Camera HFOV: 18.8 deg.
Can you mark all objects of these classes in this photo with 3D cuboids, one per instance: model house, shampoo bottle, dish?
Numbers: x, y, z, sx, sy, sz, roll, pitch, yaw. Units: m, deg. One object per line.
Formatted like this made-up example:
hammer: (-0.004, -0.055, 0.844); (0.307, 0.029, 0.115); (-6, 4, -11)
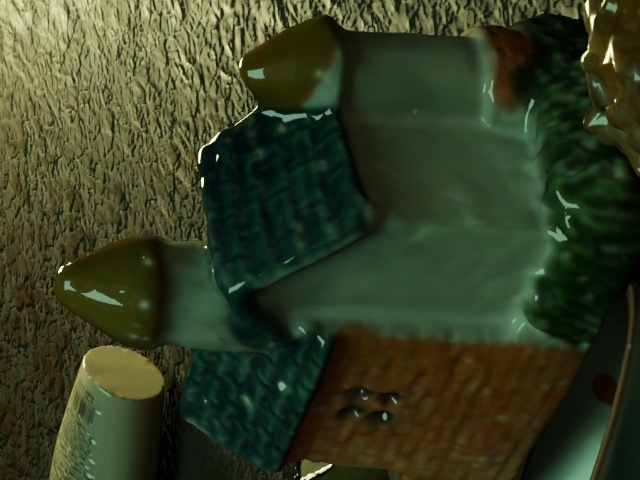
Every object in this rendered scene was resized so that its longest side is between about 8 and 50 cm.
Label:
model house: (0.000, 0.000, 1.069); (0.271, 0.301, 0.190); (113, 153, -44)
shampoo bottle: (-0.188, 0.217, 1.651); (0.127, 0.078, 0.257); (42, 128, 40)
dish: (0.156, 0.155, 1.028); (0.260, 0.085, 0.260); (19, -90, -89)

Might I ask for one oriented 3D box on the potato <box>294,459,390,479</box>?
potato: (0.046, 0.092, 1.278); (0.100, 0.089, 0.172); (-40, 33, 36)

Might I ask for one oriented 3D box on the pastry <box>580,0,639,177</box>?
pastry: (0.250, -0.103, 0.710); (0.405, 0.292, 0.337); (68, 157, 5)
